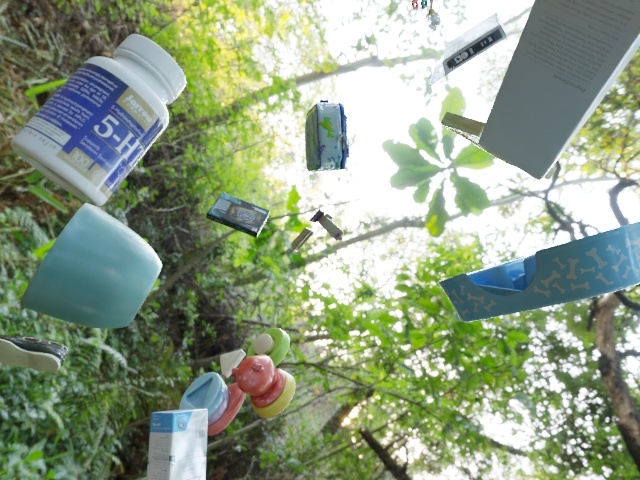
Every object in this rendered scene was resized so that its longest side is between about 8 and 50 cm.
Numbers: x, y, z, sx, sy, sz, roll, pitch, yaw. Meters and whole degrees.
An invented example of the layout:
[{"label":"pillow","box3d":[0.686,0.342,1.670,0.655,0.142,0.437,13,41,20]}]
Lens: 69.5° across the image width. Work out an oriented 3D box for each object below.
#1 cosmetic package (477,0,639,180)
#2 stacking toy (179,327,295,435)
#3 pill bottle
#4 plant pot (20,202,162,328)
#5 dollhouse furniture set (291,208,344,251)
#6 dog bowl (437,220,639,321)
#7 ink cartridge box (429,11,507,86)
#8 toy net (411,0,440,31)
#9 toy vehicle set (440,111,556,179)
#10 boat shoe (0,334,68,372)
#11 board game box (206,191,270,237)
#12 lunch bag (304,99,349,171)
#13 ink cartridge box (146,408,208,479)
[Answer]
[{"label":"cosmetic package","box3d":[0.458,-0.340,0.815,0.161,0.230,0.453,37,-19,19]},{"label":"stacking toy","box3d":[-0.222,0.332,1.197,0.130,0.308,0.280,53,21,-29]},{"label":"pill bottle","box3d":[-0.247,-0.144,0.539,0.112,0.187,0.112,29,-17,10]},{"label":"plant pot","box3d":[-0.550,0.086,1.162,0.235,0.293,0.293,31,-2,-19]},{"label":"dollhouse furniture set","box3d":[0.000,0.000,1.060,0.081,0.114,0.091,44,8,12]},{"label":"dog bowl","box3d":[0.310,0.053,0.660,0.297,0.165,0.074,-27,-104,51]},{"label":"ink cartridge box","box3d":[0.371,-0.498,1.196,0.045,0.208,0.206,51,33,-18]},{"label":"toy net","box3d":[0.410,-0.889,1.754,0.045,0.122,0.232,20,-21,43]},{"label":"toy vehicle set","box3d":[0.448,-0.240,1.167,0.035,0.266,0.166,-62,-152,14]},{"label":"boat shoe","box3d":[-0.497,0.184,0.777,0.042,0.132,0.049,-89,-163,-64]},{"label":"board game box","box3d":[-0.281,-0.090,1.592,0.026,0.186,0.126,111,2,-46]},{"label":"lunch bag","box3d":[0.011,-0.268,1.207,0.219,0.090,0.176,-152,-121,-78]},{"label":"ink cartridge box","box3d":[-0.274,0.421,0.886,0.104,0.060,0.180,31,54,-60]}]
